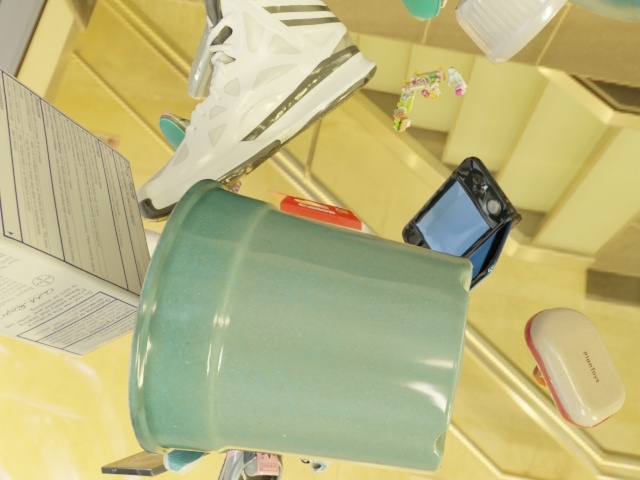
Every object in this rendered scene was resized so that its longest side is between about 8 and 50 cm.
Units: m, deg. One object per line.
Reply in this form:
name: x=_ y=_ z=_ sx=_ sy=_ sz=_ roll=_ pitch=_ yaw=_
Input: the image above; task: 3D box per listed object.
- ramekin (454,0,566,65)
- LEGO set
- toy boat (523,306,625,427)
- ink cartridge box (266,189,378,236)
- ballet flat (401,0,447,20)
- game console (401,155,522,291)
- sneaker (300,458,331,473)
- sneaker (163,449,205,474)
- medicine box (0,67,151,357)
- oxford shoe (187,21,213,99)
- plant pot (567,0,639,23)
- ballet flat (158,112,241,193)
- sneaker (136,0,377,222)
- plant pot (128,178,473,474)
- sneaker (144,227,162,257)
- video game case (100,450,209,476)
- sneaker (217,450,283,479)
ramekin: x=0.302 y=-0.386 z=1.105 sx=0.109 sy=0.207 sz=0.207 roll=38 pitch=156 yaw=-7
LEGO set: x=0.277 y=-0.410 z=2.074 sx=0.132 sy=0.107 sz=0.287 roll=48 pitch=135 yaw=-12
toy boat: x=0.469 y=0.247 z=1.387 sx=0.150 sy=0.231 sz=0.151 roll=-17 pitch=169 yaw=-28
ink cartridge box: x=0.004 y=-0.026 z=1.447 sx=0.189 sy=0.066 sz=0.232 roll=14 pitch=175 yaw=22
ballet flat: x=0.220 y=-0.725 z=1.722 sx=0.146 sy=0.147 sz=0.409 roll=0 pitch=148 yaw=30
game console: x=0.250 y=0.015 z=1.453 sx=0.173 sy=0.250 sz=0.293 roll=-13 pitch=154 yaw=-37
sneaker: x=-0.034 y=0.583 z=2.035 sx=0.085 sy=0.086 sz=0.237 roll=18 pitch=146 yaw=47
sneaker: x=-0.313 y=0.493 z=1.630 sx=0.087 sy=0.092 sz=0.228 roll=24 pitch=180 yaw=-1
medicine box: x=-0.354 y=-0.026 z=0.880 sx=0.149 sy=0.264 sz=0.289 roll=-26 pitch=151 yaw=12
oxford shoe: x=-0.182 y=-0.505 z=1.638 sx=0.130 sy=0.169 sz=0.449 roll=15 pitch=129 yaw=-20
plant pot: x=0.611 y=-0.589 z=1.475 sx=0.255 sy=0.272 sz=0.271 roll=18 pitch=167 yaw=35
ballet flat: x=-0.229 y=-0.172 z=1.395 sx=0.076 sy=0.079 sz=0.222 roll=-2 pitch=132 yaw=46
sneaker: x=-0.154 y=-0.239 z=1.139 sx=0.258 sy=0.447 sz=0.169 roll=53 pitch=171 yaw=-6
plant pot: x=-0.003 y=0.119 z=0.858 sx=0.333 sy=0.341 sz=0.341 roll=10 pitch=160 yaw=10
sneaker: x=-0.402 y=0.022 z=1.603 sx=0.169 sy=0.108 sz=0.292 roll=14 pitch=163 yaw=-30
video game case: x=-0.463 y=0.616 z=2.004 sx=0.274 sy=0.026 sz=0.196 roll=-17 pitch=174 yaw=44
sneaker: x=-0.091 y=0.314 z=1.152 sx=0.112 sy=0.319 sz=0.131 roll=6 pitch=-179 yaw=-23
